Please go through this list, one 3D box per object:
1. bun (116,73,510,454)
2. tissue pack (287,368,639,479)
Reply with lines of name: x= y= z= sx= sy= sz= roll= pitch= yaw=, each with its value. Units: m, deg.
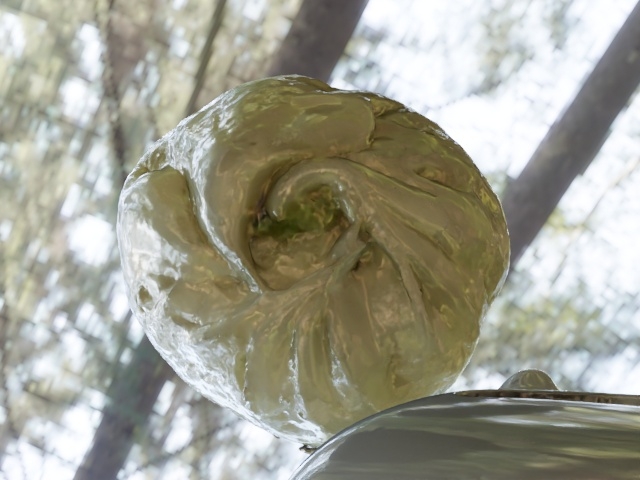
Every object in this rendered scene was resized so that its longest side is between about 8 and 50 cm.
bun: x=0.000 y=0.000 z=1.194 sx=0.259 sy=0.160 sz=0.259 roll=1 pitch=-116 yaw=-2
tissue pack: x=0.135 y=0.172 z=0.764 sx=0.229 sy=0.333 sz=0.236 roll=12 pitch=-98 yaw=-53
